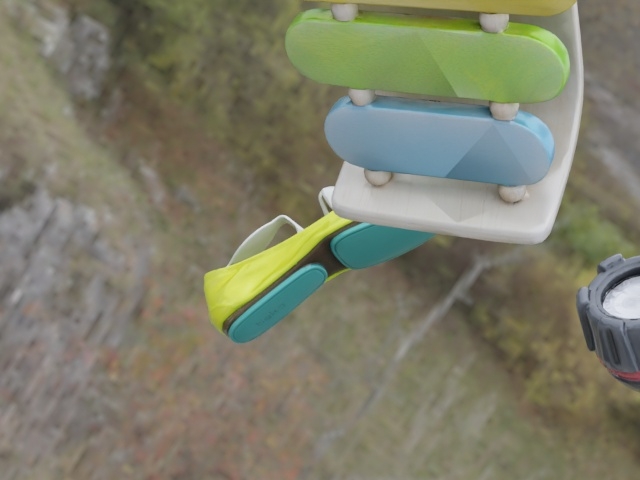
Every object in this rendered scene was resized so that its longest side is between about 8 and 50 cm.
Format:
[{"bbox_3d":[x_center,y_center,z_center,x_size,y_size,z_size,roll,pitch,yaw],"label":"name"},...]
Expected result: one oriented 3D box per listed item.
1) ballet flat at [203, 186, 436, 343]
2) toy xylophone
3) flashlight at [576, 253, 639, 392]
[{"bbox_3d":[0.000,0.000,1.602,0.077,0.231,0.077,62,5,31],"label":"ballet flat"},{"bbox_3d":[0.072,-0.140,0.843,0.236,0.322,0.081,1,42,28],"label":"toy xylophone"},{"bbox_3d":[0.286,0.150,1.509,0.103,0.103,0.304,43,-22,54],"label":"flashlight"}]
